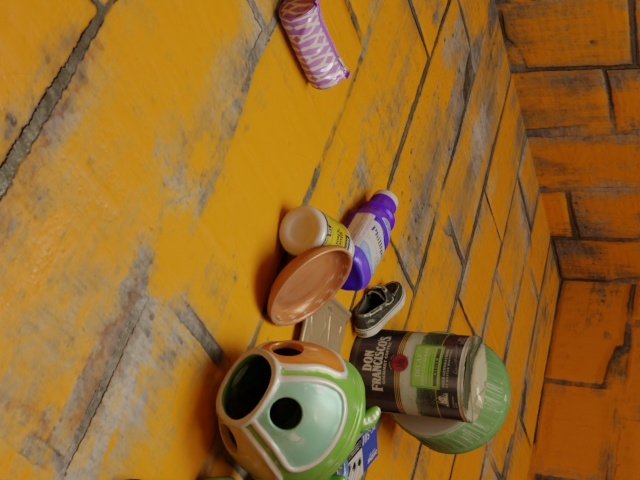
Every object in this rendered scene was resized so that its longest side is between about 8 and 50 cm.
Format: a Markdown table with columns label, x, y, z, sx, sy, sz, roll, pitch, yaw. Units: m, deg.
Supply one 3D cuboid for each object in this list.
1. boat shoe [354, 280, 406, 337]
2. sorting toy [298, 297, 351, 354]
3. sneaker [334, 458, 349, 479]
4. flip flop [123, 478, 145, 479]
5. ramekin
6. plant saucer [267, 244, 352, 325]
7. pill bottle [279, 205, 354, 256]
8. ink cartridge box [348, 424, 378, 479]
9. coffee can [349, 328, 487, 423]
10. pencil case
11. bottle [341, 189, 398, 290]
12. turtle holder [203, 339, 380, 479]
| label | x | y | z | sx | sy | sz | roll | pitch | yaw |
| --- | --- | --- | --- | --- | --- | --- | --- | --- | --- |
| boat shoe | 0.143 | 0.145 | 2.170 | 0.219 | 0.077 | 0.070 | -47 | 134 | -52 |
| sorting toy | -0.005 | 0.219 | 1.919 | 0.193 | 0.038 | 0.208 | 46 | 55 | -56 |
| sneaker | 0.011 | 0.440 | 1.933 | 0.087 | 0.083 | 0.221 | 23 | 67 | -46 |
| flip flop | -0.234 | 0.440 | 1.399 | 0.277 | 0.080 | 0.112 | 33 | 24 | -46 |
| ramekin | 0.309 | 0.373 | 2.290 | 0.148 | 0.303 | 0.303 | 33 | 62 | -53 |
| plant saucer | -0.026 | 0.081 | 1.756 | 0.200 | 0.037 | 0.200 | -32 | 151 | -20 |
| pill bottle | 0.000 | 0.000 | 1.831 | 0.184 | 0.103 | 0.103 | 28 | 67 | -62 |
| ink cartridge box | 0.071 | 0.491 | 2.076 | 0.207 | 0.046 | 0.097 | -32 | 121 | -60 |
| coffee can | 0.229 | 0.312 | 2.131 | 0.201 | 0.275 | 0.202 | 1 | 90 | -65 |
| pencil case | -0.011 | -0.390 | 1.803 | 0.206 | 0.088 | 0.086 | 58 | 42 | -48 |
| bottle | 0.103 | -0.011 | 2.057 | 0.283 | 0.092 | 0.118 | -58 | 140 | -46 |
| turtle holder | -0.082 | 0.313 | 1.582 | 0.227 | 0.320 | 0.243 | 38 | 18 | -43 |
